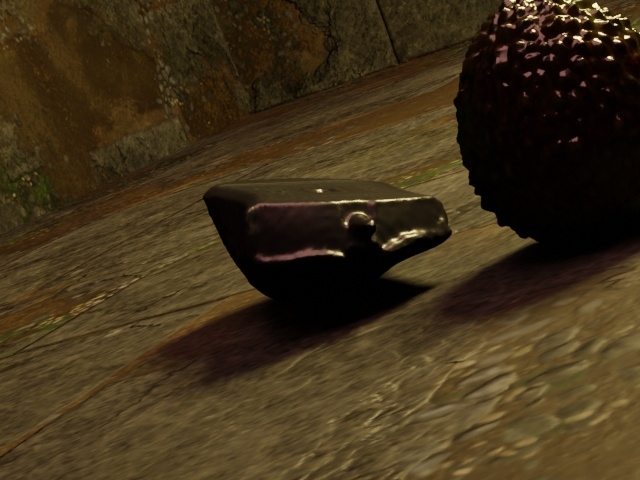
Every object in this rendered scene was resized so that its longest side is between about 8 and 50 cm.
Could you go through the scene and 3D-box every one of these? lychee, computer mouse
[{"bbox_3d":[0.160,-0.083,1.023,0.171,0.171,0.171,-20,8,3],"label":"lychee"},{"bbox_3d":[0.000,0.000,1.136,0.147,0.088,0.264,-5,4,-12],"label":"computer mouse"}]
